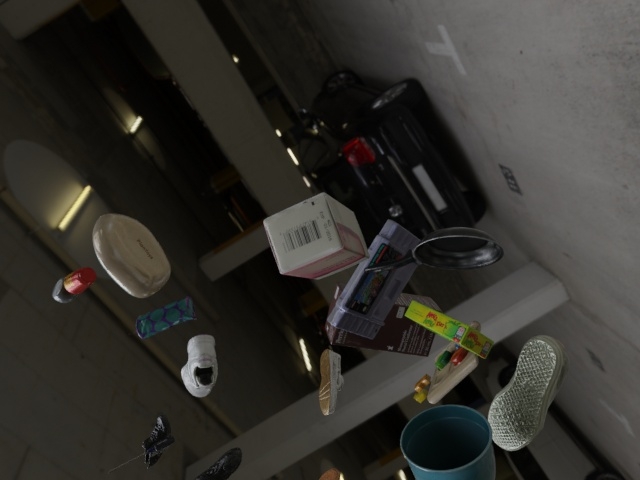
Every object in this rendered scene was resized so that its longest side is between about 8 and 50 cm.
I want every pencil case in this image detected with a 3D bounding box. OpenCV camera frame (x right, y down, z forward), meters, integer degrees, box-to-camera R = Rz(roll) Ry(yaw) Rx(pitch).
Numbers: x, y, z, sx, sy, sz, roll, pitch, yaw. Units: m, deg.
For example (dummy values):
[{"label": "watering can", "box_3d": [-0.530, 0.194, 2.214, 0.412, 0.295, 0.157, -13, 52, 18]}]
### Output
[{"label": "pencil case", "box_3d": [-0.405, 0.204, 1.265, 0.070, 0.151, 0.064, 73, 174, -64]}]

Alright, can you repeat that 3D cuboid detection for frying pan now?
[{"label": "frying pan", "box_3d": [0.277, 0.039, 1.144, 0.197, 0.326, 0.053, 19, -116, -27]}]

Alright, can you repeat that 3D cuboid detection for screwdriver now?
[{"label": "screwdriver", "box_3d": [-0.460, 0.550, 1.239, 0.025, 0.170, 0.024, 61, 153, 27]}]

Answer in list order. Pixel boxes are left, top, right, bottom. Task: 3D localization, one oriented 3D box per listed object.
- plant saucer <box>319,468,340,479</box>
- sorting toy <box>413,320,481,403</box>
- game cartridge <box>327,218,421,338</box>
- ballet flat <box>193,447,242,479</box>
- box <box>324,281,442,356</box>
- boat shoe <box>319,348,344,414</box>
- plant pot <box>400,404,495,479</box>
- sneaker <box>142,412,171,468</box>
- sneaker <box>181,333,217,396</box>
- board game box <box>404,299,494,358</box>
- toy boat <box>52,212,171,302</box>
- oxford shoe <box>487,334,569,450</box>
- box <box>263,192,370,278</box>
[{"label": "plant saucer", "box_3d": [0.022, 0.704, 1.407, 0.013, 0.083, 0.083, 52, -177, -12]}, {"label": "sorting toy", "box_3d": [0.374, 0.392, 1.470, 0.041, 0.307, 0.229, 38, -154, 3]}, {"label": "game cartridge", "box_3d": [0.183, 0.129, 1.474, 0.068, 0.355, 0.230, 33, -177, 37]}, {"label": "ballet flat", "box_3d": [-0.260, 0.583, 1.192, 0.057, 0.173, 0.049, 51, -179, 3]}, {"label": "box", "box_3d": [0.226, 0.286, 1.740, 0.143, 0.381, 0.191, -114, 36, -70]}, {"label": "boat shoe", "box_3d": [0.057, 0.592, 2.011, 0.096, 0.098, 0.277, 20, -130, -22]}, {"label": "plant pot", "box_3d": [0.409, 0.692, 1.460, 0.271, 0.271, 0.255, -114, 5, -74]}, {"label": "sneaker", "box_3d": [-0.527, 0.639, 1.539, 0.051, 0.089, 0.170, 27, 125, 40]}, {"label": "sneaker", "box_3d": [-0.407, 0.457, 1.618, 0.152, 0.114, 0.305, -112, 26, -45]}, {"label": "board game box", "box_3d": [0.282, 0.194, 1.068, 0.092, 0.043, 0.181, 32, 174, -30]}, {"label": "toy boat", "box_3d": [-0.587, 0.068, 1.343, 0.267, 0.148, 0.318, 59, -149, -6]}, {"label": "oxford shoe", "box_3d": [0.674, 0.494, 1.548, 0.169, 0.130, 0.449, 34, 120, 41]}, {"label": "box", "box_3d": [0.000, 0.000, 1.064, 0.127, 0.148, 0.232, 70, -164, 14]}]
